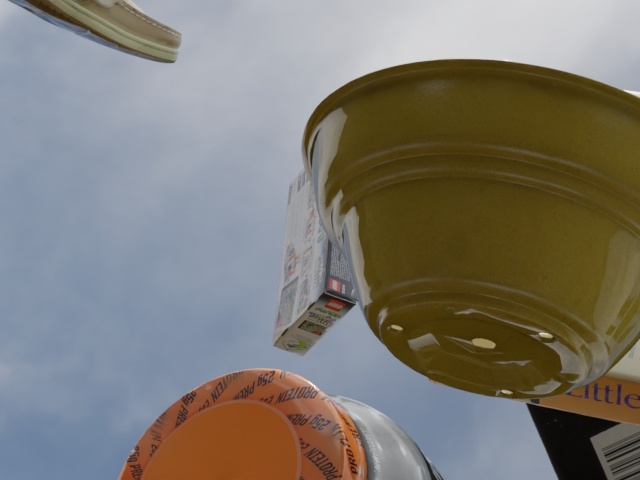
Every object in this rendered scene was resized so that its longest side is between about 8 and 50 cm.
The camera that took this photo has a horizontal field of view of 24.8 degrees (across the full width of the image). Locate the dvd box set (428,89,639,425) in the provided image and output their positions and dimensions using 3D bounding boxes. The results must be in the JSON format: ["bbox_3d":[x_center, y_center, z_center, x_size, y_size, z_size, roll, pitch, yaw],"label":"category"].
[{"bbox_3d":[0.322,0.020,1.104,0.421,0.307,0.062,10,-41,17],"label":"dvd box set"}]

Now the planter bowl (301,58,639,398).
[{"bbox_3d":[0.084,0.015,0.684,0.217,0.090,0.217,13,-28,7],"label":"planter bowl"}]

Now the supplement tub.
[{"bbox_3d":[0.017,0.223,0.901,0.194,0.193,0.316,0,-35,33],"label":"supplement tub"}]

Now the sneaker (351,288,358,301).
[{"bbox_3d":[0.068,-0.003,1.174,0.065,0.166,0.076,6,-73,9],"label":"sneaker"}]

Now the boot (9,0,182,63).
[{"bbox_3d":[-0.167,-0.238,1.074,0.077,0.213,0.165,19,-96,58],"label":"boot"}]

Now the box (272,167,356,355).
[{"bbox_3d":[0.000,0.000,1.455,0.036,0.207,0.114,20,-38,-20],"label":"box"}]

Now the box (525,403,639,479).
[{"bbox_3d":[0.371,0.216,1.375,0.183,0.294,0.296,-32,-110,32],"label":"box"}]
